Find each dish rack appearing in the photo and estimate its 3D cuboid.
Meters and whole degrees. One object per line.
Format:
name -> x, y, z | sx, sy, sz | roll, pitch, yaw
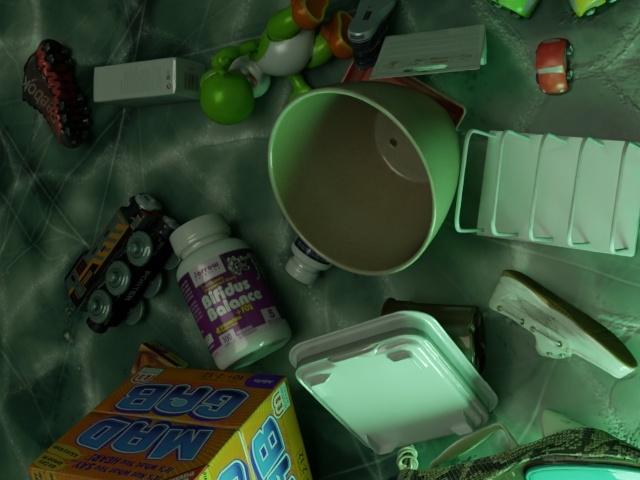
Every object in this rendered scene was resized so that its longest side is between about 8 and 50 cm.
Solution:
dish rack -> 0.129, 0.268, 1.525 | 0.285, 0.333, 0.072 | -20, 40, 26

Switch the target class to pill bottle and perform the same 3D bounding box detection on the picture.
pill bottle -> -0.194, 0.102, 1.790 | 0.169, 0.169, 0.301 | -34, 76, 25
pill bottle -> 0.000, 0.000, 1.722 | 0.094, 0.094, 0.169 | 39, 108, 23

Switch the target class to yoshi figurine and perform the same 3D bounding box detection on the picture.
yoshi figurine -> -0.109, -0.335, 1.722 | 0.362, 0.203, 0.203 | -24, 90, 36

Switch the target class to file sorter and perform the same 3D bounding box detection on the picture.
file sorter -> 0.383, -0.086, 1.463 | 0.277, 0.173, 0.193 | 9, 95, 29

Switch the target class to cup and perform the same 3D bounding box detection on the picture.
cup -> 0.109, -0.137, 1.499 | 0.331, 0.237, 0.331 | 20, 126, 30

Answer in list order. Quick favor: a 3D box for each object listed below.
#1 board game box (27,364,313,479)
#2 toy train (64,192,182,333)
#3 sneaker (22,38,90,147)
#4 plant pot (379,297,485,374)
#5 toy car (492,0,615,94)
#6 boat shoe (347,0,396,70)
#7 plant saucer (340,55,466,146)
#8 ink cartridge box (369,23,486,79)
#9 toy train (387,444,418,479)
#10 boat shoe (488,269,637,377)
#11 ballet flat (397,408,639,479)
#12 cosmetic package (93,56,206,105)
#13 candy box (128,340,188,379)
board game box -> -0.258, 0.491, 1.669 | 0.356, 0.356, 0.356 | -1, 114, 29
toy train -> -0.443, 0.050, 1.954 | 0.334, 0.142, 0.190 | -52, 59, 20
sneaker -> -0.637, -0.333, 2.070 | 0.135, 0.097, 0.276 | -26, 77, 27
plant pot -> 0.208, 0.182, 1.582 | 0.165, 0.167, 0.167 | -5, 89, 22
toy car -> 0.384, -0.403, 1.522 | 0.225, 0.053, 0.239 | 36, 107, 24
boat shoe -> 0.098, -0.400, 1.647 | 0.065, 0.183, 0.083 | 10, 135, 21
plant saucer -> 0.123, -0.199, 1.677 | 0.259, 0.048, 0.258 | 35, 107, 23
ink cartridge box -> 0.192, -0.308, 1.516 | 0.189, 0.232, 0.066 | -4, 124, 14
toy train -> 0.134, 0.487, 1.630 | 0.105, 0.143, 0.248 | -4, 89, 29
boat shoe -> 0.411, 0.160, 1.501 | 0.277, 0.098, 0.096 | 39, 109, 33
ballet flat -> 0.342, 0.388, 1.499 | 0.483, 0.164, 0.182 | -20, 41, 19
cosmetic package -> -0.376, -0.345, 1.914 | 0.231, 0.117, 0.085 | 1, 91, 28
candy box -> -0.381, 0.336, 1.968 | 0.109, 0.053, 0.187 | 28, 106, 25
